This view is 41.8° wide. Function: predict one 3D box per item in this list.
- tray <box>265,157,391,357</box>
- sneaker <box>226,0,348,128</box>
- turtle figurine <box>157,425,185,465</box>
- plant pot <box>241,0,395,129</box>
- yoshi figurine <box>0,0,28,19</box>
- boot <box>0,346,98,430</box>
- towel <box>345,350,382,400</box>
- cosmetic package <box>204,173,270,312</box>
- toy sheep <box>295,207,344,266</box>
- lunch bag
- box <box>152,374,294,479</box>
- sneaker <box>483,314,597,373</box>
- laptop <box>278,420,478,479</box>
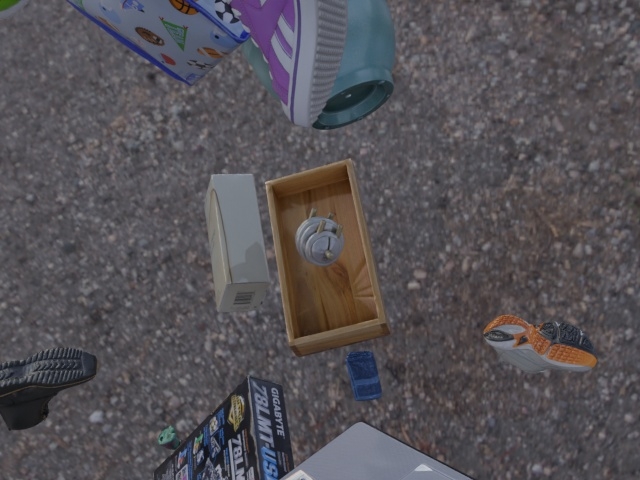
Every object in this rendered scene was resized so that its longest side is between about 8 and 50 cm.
[{"bbox_3d":[0.011,0.031,1.801,0.203,0.076,0.411,-15,59,8],"label":"tray"},{"bbox_3d":[-0.058,-0.254,0.902,0.161,0.282,0.102,17,49,16],"label":"sneaker"},{"bbox_3d":[-0.267,0.510,1.913,0.118,0.234,0.175,-46,45,13],"label":"turtle figurine"},{"bbox_3d":[0.023,-0.333,1.573,0.293,0.293,0.196,-23,76,-6],"label":"plant pot"},{"bbox_3d":[-0.394,-0.236,0.796,0.362,0.203,0.203,-40,90,0],"label":"yoshi figurine"},{"bbox_3d":[-0.458,0.256,1.413,0.198,0.137,0.077,-7,43,3],"label":"boot"},{"bbox_3d":[0.099,0.308,1.898,0.067,0.119,0.029,-8,20,13],"label":"towel"},{"bbox_3d":[-0.209,0.005,2.065,0.113,0.160,0.309,-3,59,-17],"label":"cosmetic package"},{"bbox_3d":[0.000,0.000,1.423,0.091,0.091,0.132,-19,23,-4],"label":"toy sheep"},{"bbox_3d":[-0.279,-0.460,1.317,0.385,0.328,0.239,30,74,-18],"label":"lunch bag"},{"bbox_3d":[-0.141,0.397,1.214,0.293,0.073,0.295,-47,37,30],"label":"box"},{"bbox_3d":[0.480,0.238,1.787,0.099,0.121,0.262,-47,34,-22],"label":"sneaker"},{"bbox_3d":[-0.060,0.249,0.768,0.408,0.236,0.382,-32,19,-22],"label":"laptop"}]
